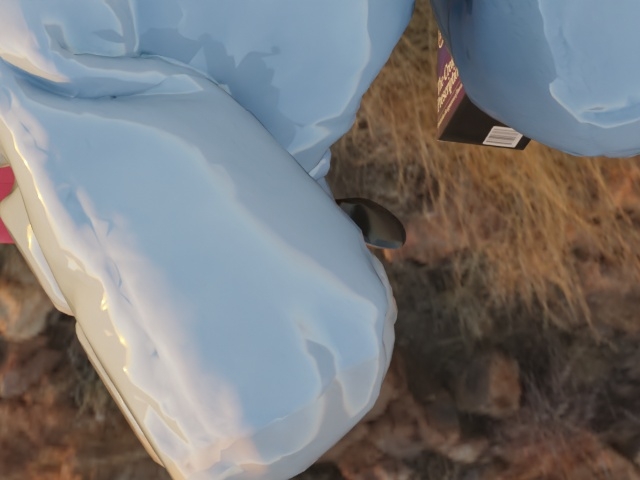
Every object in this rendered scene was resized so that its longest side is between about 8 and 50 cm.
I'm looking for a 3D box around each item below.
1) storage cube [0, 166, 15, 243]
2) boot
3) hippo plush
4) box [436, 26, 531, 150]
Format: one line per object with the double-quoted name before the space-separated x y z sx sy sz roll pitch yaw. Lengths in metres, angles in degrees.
"storage cube" -0.441 -0.115 1.848 0.193 0.215 0.183 1 118 14
"boot" 0.000 0.000 1.101 0.106 0.037 0.114 19 153 -16
"hippo plush" -0.007 -0.097 0.404 0.236 0.234 0.294 -31 106 -12
"box" 0.187 -0.223 1.325 0.103 0.184 0.261 7 161 -6
